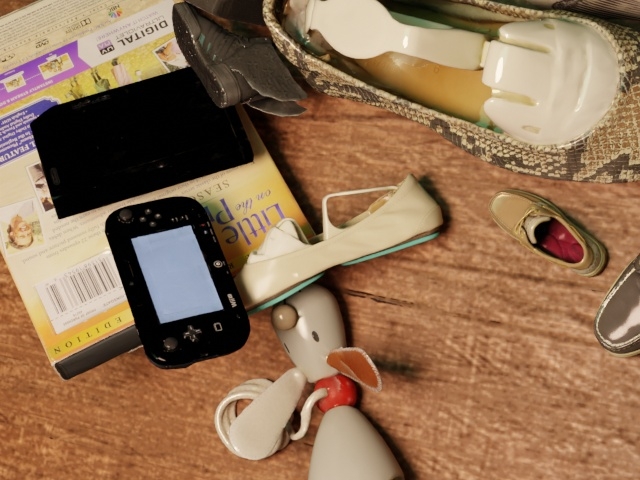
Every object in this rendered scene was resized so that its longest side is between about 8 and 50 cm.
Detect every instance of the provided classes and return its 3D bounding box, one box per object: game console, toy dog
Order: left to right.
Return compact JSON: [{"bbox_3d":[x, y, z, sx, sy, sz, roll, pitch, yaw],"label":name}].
[{"bbox_3d":[-0.153,-0.026,1.504,0.213,0.044,0.361,-18,54,-8],"label":"game console"},{"bbox_3d":[0.001,0.205,1.467,0.220,0.161,0.334,-49,62,14],"label":"toy dog"}]

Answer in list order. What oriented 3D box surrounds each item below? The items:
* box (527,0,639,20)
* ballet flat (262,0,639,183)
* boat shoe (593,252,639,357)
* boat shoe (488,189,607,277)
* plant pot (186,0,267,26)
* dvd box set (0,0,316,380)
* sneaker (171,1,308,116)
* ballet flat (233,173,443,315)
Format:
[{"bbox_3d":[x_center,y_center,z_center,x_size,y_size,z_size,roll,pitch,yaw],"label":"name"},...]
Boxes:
[{"bbox_3d":[0.323,-0.259,1.387,0.275,0.113,0.094,10,87,33],"label":"box"},{"bbox_3d":[0.140,-0.168,1.437,0.482,0.182,0.164,19,91,32],"label":"ballet flat"},{"bbox_3d":[0.327,0.017,1.357,0.223,0.073,0.080,-44,63,17],"label":"boat shoe"},{"bbox_3d":[0.214,-0.012,1.445,0.135,0.045,0.050,32,98,31],"label":"boat shoe"},{"bbox_3d":[-0.085,-0.330,1.610,0.188,0.187,0.167,30,107,31],"label":"plant pot"},{"bbox_3d":[-0.228,-0.093,1.635,0.307,0.062,0.420,-27,66,-8],"label":"dvd box set"},{"bbox_3d":[-0.087,-0.193,1.579,0.170,0.089,0.051,60,156,28],"label":"sneaker"},{"bbox_3d":[0.000,0.000,1.508,0.248,0.086,0.086,-23,68,-5],"label":"ballet flat"}]
